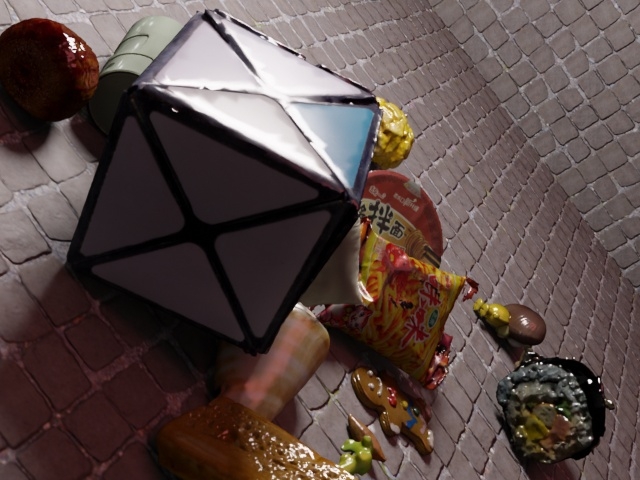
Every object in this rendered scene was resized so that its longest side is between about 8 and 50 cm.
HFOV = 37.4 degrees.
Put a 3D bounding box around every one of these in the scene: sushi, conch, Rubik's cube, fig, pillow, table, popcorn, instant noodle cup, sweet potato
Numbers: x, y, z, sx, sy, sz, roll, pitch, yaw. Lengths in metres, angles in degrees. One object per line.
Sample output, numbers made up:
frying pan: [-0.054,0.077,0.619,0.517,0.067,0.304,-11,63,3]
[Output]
sushi: [0.499,0.347,1.976,0.219,0.225,0.238,22,74,-60]
conch: [-0.062,0.165,1.364,0.158,0.127,0.255,44,29,-21]
Rubik's cube: [-0.115,-0.083,1.275,0.310,0.307,0.305,27,32,-5]
fig: [-0.363,-0.243,1.356,0.146,0.134,0.201,66,19,2]
pillow: [-0.001,0.001,1.526,0.144,0.254,0.078,-11,26,-21]
table: [-0.277,-0.257,1.496,0.126,0.126,0.220,44,29,-21]
popcorn: [0.132,-0.243,2.134,0.152,0.148,0.167,-31,66,-30]
instant noodle cup: [0.101,0.004,1.786,0.274,0.091,0.273,1,87,-31]
sweet potato: [0.070,0.318,1.510,0.095,0.034,0.034,51,25,16]

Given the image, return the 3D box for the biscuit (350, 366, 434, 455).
biscuit: [0.130,0.286,1.646,0.205,0.031,0.138,39,31,-26]

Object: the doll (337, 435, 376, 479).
doll: [0.028,0.404,1.115,0.341,0.346,0.098,-36,132,-28]

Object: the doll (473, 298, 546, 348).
doll: [0.438,0.188,2.199,0.188,0.096,0.145,24,4,0]

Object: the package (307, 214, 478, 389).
package: [0.131,0.105,1.678,0.288,0.108,0.223,34,74,-21]

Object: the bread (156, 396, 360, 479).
bread: [-0.072,0.285,1.124,0.271,0.077,0.139,24,32,32]

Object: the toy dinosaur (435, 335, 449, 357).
toy dinosaur: [0.195,0.166,1.821,0.187,0.087,0.179,46,30,-21]
